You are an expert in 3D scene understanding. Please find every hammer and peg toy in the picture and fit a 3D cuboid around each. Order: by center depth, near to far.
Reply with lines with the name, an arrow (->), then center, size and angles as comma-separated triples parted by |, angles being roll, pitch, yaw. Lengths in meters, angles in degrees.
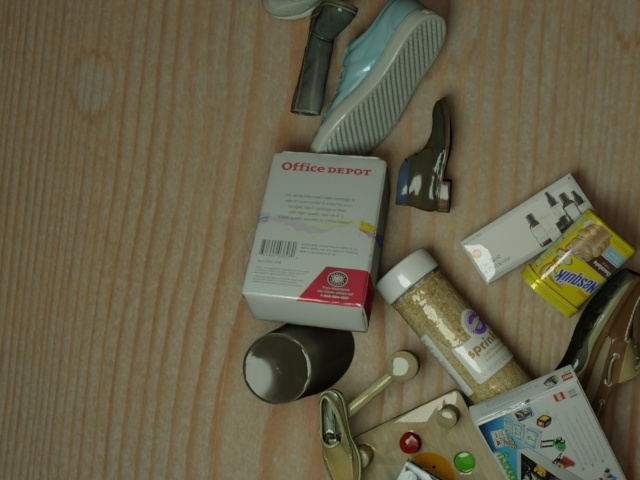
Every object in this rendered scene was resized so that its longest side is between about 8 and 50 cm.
hammer and peg toy -> 0.174, 0.396, 1.681 | 0.266, 0.127, 0.361 | -29, 83, 13

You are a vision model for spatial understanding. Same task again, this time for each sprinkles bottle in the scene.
sprinkles bottle -> 0.257, 0.182, 1.667 | 0.121, 0.121, 0.355 | -41, 81, 9

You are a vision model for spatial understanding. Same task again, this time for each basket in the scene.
basket -> -0.053, 0.229, 1.685 | 0.204, 0.227, 0.154 | -30, 82, 12

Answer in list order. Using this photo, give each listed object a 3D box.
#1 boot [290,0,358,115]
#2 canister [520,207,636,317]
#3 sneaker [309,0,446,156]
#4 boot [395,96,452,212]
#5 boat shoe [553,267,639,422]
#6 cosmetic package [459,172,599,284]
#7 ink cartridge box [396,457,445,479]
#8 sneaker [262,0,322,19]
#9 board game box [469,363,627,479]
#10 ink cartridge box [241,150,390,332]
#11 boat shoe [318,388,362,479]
boot -> 0.000, -0.345, 1.718 | 0.076, 0.190, 0.208 | 19, 86, -12
canister -> 0.465, 0.040, 1.616 | 0.126, 0.073, 0.170 | 36, 107, -19
sneaker -> 0.089, -0.306, 1.733 | 0.366, 0.135, 0.150 | -51, 47, 13
boot -> 0.196, -0.163, 1.708 | 0.106, 0.082, 0.219 | 1, 91, 11
boat shoe -> 0.511, 0.208, 1.616 | 0.120, 0.122, 0.324 | 26, 104, 4
cosmetic package -> 0.386, -0.020, 1.671 | 0.239, 0.060, 0.099 | -34, 81, 10
ink cartridge box -> 0.196, 0.527, 1.585 | 0.208, 0.045, 0.206 | 28, 97, 12
sneaker -> 0.000, -0.514, 1.740 | 0.262, 0.121, 0.099 | -19, 84, 12
board game box -> 0.413, 0.379, 1.587 | 0.193, 0.053, 0.305 | -25, 115, 11
ink cartridge box -> 0.000, 0.000, 1.664 | 0.226, 0.131, 0.306 | 6, 61, 12
boat shoe -> 0.025, 0.367, 1.616 | 0.068, 0.072, 0.190 | -16, 86, 14
